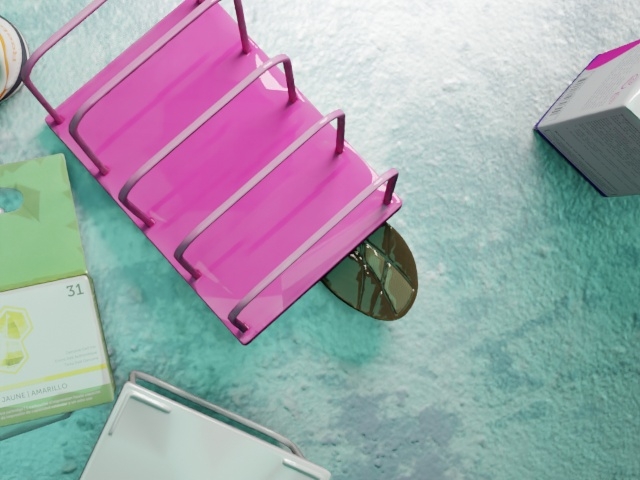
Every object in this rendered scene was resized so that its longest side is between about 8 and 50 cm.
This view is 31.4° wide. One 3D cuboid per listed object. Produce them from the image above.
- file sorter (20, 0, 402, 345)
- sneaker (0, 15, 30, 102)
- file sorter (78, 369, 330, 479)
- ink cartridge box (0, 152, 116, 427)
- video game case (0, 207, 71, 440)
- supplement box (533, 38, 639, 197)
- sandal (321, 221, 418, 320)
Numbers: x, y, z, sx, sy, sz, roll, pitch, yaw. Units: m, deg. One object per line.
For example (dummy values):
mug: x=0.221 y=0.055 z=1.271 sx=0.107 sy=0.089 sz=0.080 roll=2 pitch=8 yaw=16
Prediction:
file sorter: x=-0.093 y=-0.087 z=1.006 sx=0.202 sy=0.182 sz=0.291 roll=-42 pitch=83 yaw=-6
sneaker: x=-0.413 y=-0.113 z=1.014 sx=0.321 sy=0.127 sz=0.126 roll=-34 pitch=98 yaw=-6
file sorter: x=-0.148 y=0.282 z=1.030 sx=0.193 sy=0.173 sz=0.278 roll=26 pitch=86 yaw=-9
ink cartridge box: x=-0.295 y=0.050 z=1.045 sx=0.171 sy=0.056 sz=0.235 roll=-12 pitch=94 yaw=-8
video game case: x=-0.361 y=0.098 z=1.073 sx=0.193 sy=0.023 sz=0.212 roll=-18 pitch=92 yaw=-9
supplement box: x=0.311 y=-0.119 z=1.078 sx=0.114 sy=0.220 sz=0.111 roll=43 pitch=84 yaw=-6
sandal: x=0.000 y=0.000 z=1.116 sx=0.219 sy=0.060 sz=0.090 roll=29 pitch=82 yaw=7
